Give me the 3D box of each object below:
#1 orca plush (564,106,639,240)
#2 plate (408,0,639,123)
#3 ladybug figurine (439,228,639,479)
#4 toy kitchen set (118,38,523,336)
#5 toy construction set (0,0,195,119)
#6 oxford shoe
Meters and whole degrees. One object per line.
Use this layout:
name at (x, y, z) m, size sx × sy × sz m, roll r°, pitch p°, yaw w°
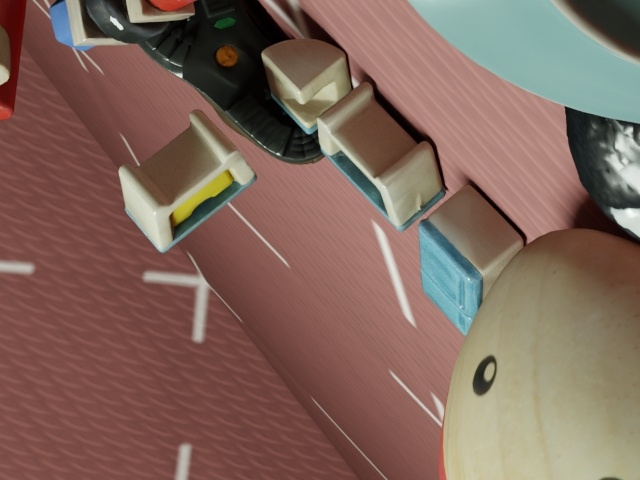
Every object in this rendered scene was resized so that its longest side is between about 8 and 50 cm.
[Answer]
orca plush at (0.082, -0.079, 0.451) m, size 0.287 × 0.102 × 0.151 m, roll 80°, pitch -176°, yaw -72°
plate at (0.097, -0.082, 0.332) m, size 0.188 × 0.188 × 0.024 m, roll 61°, pitch -162°, yaw -47°
ladybug figurine at (0.188, 0.180, 0.951) m, size 0.305 × 0.162 × 0.449 m, roll 42°, pitch 167°, yaw 43°
toy kitchen set at (0.000, 0.000, 1.120) m, size 0.207 × 0.166 × 0.122 m, roll 47°, pitch 170°, yaw 19°
toy construction set at (-0.188, -0.242, 1.053) m, size 0.309 × 0.258 × 0.237 m, roll 126°, pitch 150°, yaw -64°
oxford shoe at (-0.078, -0.136, 1.228) m, size 0.227 × 0.083 × 0.096 m, roll 51°, pitch 175°, yaw 5°
